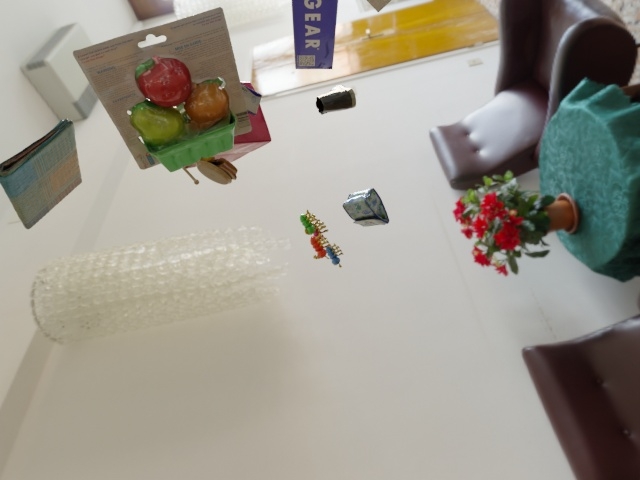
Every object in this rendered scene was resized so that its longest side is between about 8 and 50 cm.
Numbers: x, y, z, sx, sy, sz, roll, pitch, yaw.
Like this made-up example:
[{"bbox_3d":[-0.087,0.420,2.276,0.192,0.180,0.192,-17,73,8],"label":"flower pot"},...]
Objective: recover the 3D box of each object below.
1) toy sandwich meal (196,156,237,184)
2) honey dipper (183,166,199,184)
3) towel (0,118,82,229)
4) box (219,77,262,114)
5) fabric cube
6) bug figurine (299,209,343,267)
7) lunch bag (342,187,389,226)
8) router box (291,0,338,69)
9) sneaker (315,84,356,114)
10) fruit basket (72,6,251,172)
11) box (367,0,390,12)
[{"bbox_3d":[-0.204,-0.140,0.810,0.086,0.085,0.029,65,-134,-65],"label":"toy sandwich meal"},{"bbox_3d":[-0.465,-0.248,1.379,0.161,0.030,0.030,49,-172,-2],"label":"honey dipper"},{"bbox_3d":[-0.908,-0.210,1.359,0.272,0.040,0.370,-59,8,-33],"label":"towel"},{"bbox_3d":[-0.287,-0.474,1.344,0.126,0.137,0.072,9,-77,-55],"label":"box"},{"bbox_3d":[-0.394,-0.450,1.589,0.258,0.259,0.254,-25,-84,-55],"label":"fabric cube"},{"bbox_3d":[0.000,0.000,1.580,0.216,0.072,0.279,61,-170,19],"label":"bug figurine"},{"bbox_3d":[0.181,-0.114,1.601,0.151,0.128,0.096,49,-123,-28],"label":"lunch bag"},{"bbox_3d":[-0.011,-0.541,0.738,0.335,0.082,0.302,95,175,-76],"label":"router box"},{"bbox_3d":[0.029,-0.475,1.392,0.222,0.118,0.083,-133,30,-68],"label":"sneaker"},{"bbox_3d":[-0.353,-0.354,1.009,0.165,0.326,0.353,56,165,35],"label":"fruit basket"},{"bbox_3d":[0.117,-0.682,1.012,0.170,0.091,0.130,28,-132,-35],"label":"box"}]
